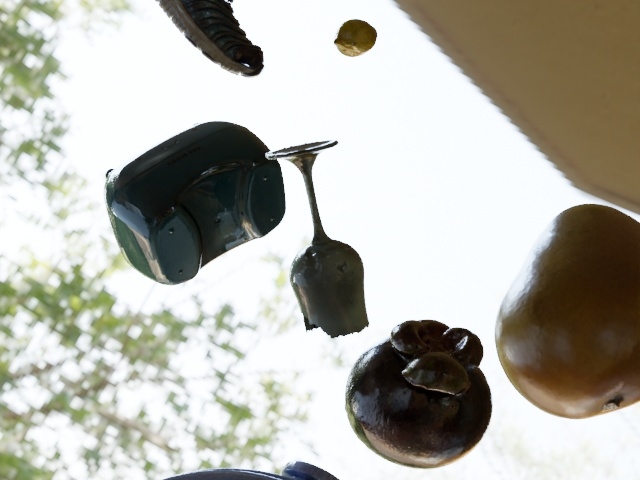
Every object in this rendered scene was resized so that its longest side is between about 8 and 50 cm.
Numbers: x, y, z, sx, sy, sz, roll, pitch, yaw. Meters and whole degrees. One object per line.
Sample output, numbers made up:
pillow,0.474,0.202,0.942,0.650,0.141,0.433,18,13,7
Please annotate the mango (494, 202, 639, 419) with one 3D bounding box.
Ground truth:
mango,0.274,0.068,1.417,0.175,0.254,0.139,29,-39,7

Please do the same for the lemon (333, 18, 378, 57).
lemon,0.056,-0.337,2.399,0.065,0.092,0.065,28,-52,43

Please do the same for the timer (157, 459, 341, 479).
timer,-0.077,0.377,1.289,0.395,0.395,0.173,16,-29,26

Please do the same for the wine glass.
wine glass,0.000,0.000,1.461,0.079,0.079,0.196,-1,-77,49

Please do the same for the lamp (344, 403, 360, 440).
lamp,0.135,0.234,2.197,0.161,0.161,0.185,35,-64,-14

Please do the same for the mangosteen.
mangosteen,0.131,0.201,1.894,0.209,0.210,0.210,23,-24,11

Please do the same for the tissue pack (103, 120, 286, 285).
tissue pack,-0.218,-0.072,2.399,0.206,0.287,0.198,38,-30,41

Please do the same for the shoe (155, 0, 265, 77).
shoe,-0.120,-0.265,1.539,0.207,0.106,0.091,56,2,-5
